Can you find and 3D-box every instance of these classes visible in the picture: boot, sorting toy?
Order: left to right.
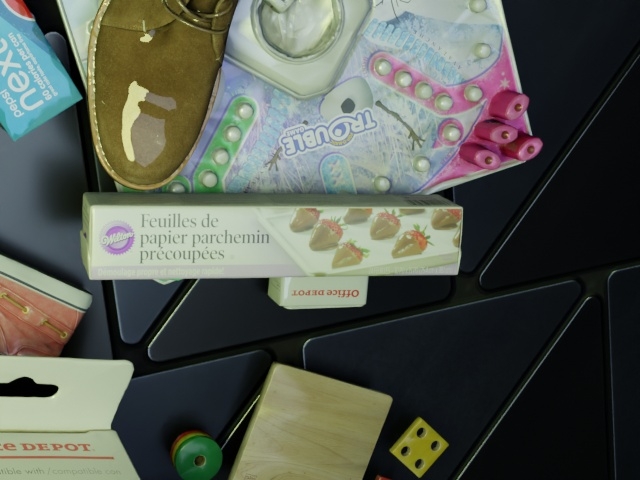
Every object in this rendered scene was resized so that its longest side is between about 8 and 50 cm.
[{"bbox_3d":[-0.111,-0.183,1.008,0.112,0.115,0.305,13,98,-20],"label":"boot"},{"bbox_3d":[-0.007,0.195,1.264,0.274,0.046,0.132,19,95,-24],"label":"sorting toy"}]

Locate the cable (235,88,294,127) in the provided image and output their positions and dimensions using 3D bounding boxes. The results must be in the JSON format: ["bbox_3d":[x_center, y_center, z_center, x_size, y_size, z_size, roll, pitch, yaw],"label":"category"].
[{"bbox_3d":[-0.073,-0.183,1.156,0.150,0.047,0.184,39,89,-19],"label":"cable"}]

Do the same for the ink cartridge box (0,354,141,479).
[{"bbox_3d":[-0.274,0.269,1.062,0.207,0.119,0.353,6,119,-35],"label":"ink cartridge box"}]

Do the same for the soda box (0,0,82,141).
[{"bbox_3d":[-0.284,-0.191,1.053,0.071,0.067,0.210,-34,113,-11],"label":"soda box"}]

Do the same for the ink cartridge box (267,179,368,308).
[{"bbox_3d":[0.000,0.000,1.218,0.088,0.052,0.122,0,100,-20],"label":"ink cartridge box"}]

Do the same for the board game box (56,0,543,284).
[{"bbox_3d":[-0.019,-0.196,1.117,0.390,0.050,0.390,-19,105,-12],"label":"board game box"}]

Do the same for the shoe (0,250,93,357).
[{"bbox_3d":[-0.290,0.049,1.108,0.178,0.063,0.081,28,86,-29],"label":"shoe"}]

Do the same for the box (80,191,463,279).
[{"bbox_3d":[-0.039,-0.005,1.089,0.324,0.067,0.063,0,102,-17],"label":"box"}]
